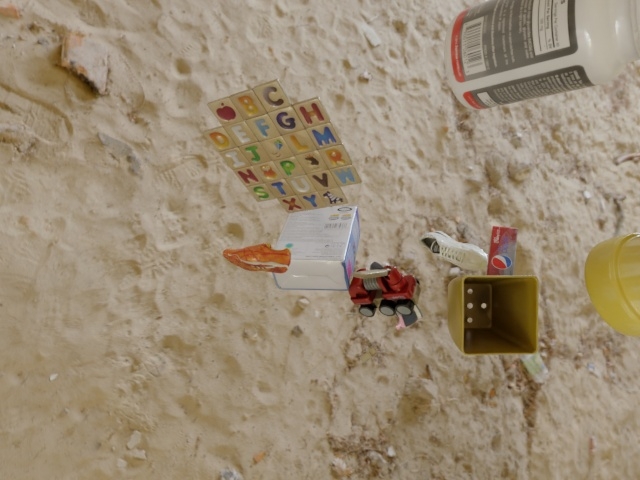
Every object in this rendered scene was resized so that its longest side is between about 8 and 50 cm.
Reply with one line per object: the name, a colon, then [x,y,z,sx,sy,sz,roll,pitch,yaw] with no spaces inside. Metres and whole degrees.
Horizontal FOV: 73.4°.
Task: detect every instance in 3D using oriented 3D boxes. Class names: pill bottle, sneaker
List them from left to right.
sneaker: [-0.152,0.038,1.039,0.175,0.064,0.067,7,63,13]
sneaker: [0.281,0.227,1.800,0.131,0.112,0.319,-35,58,-4]
sneaker: [0.433,0.039,1.415,0.095,0.235,0.089,-1,111,-45]
pill bottle: [0.442,-0.382,0.805,0.210,0.363,0.209,-2,94,-43]

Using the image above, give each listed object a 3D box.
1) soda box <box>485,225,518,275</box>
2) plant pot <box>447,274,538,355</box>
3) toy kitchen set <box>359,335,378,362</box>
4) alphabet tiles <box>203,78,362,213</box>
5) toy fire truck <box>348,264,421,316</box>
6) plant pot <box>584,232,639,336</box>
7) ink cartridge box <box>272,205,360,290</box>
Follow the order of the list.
soda box: [0.656,0.069,1.557,0.083,0.092,0.263,73,33,-45]
plant pot: [0.470,0.199,1.230,0.213,0.187,0.211,1,89,-5]
toy kitchen set: [0.187,0.458,1.817,0.075,0.083,0.068,-36,97,-2]
alphabet tiles: [-0.081,-0.182,0.937,0.342,0.286,0.011,55,39,-43]
toy fire truck: [0.169,0.138,1.358,0.246,0.217,0.158,52,46,-30]
plant pot: [0.811,0.086,0.995,0.254,0.239,0.253,6,71,-17]
ink cartridge box: [0.000,0.000,1.601,0.395,0.271,0.151,-74,159,-49]
